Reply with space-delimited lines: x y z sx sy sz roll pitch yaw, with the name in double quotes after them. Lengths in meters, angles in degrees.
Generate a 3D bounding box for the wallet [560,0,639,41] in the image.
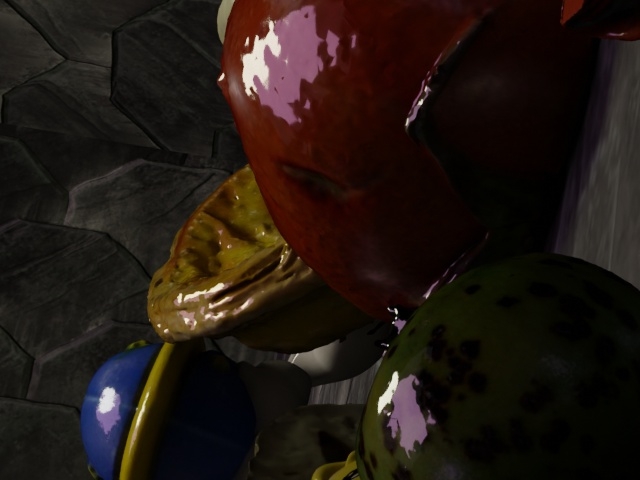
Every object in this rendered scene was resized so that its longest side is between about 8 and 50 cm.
0.139 -0.190 0.713 0.142 0.045 0.204 152 127 -86 "wallet"

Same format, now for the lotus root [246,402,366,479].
-0.012 0.277 1.173 0.267 0.149 0.260 -81 2 -64 "lotus root"

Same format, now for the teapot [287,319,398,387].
0.029 0.039 1.530 0.145 0.092 0.226 134 146 -79 "teapot"

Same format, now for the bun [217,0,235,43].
0.043 -0.197 1.321 0.259 0.160 0.259 -52 4 5 "bun"

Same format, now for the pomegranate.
0.080 0.076 0.599 0.161 0.122 0.122 55 154 25 "pomegranate"

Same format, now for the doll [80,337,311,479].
-0.067 0.161 1.451 0.311 0.242 0.160 67 -152 -75 "doll"

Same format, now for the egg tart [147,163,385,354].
0.000 0.000 1.351 0.295 0.116 0.295 -33 20 14 "egg tart"

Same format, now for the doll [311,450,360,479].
0.039 0.179 0.914 0.143 0.135 0.221 -45 12 21 "doll"

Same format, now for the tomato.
0.026 -0.096 0.997 0.309 0.170 0.309 -172 90 -71 "tomato"
